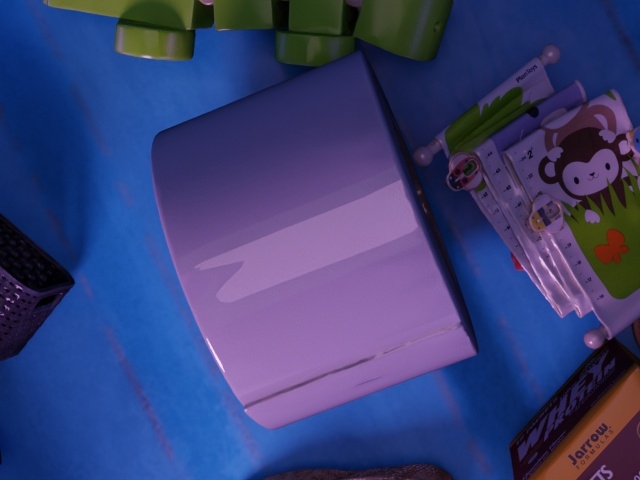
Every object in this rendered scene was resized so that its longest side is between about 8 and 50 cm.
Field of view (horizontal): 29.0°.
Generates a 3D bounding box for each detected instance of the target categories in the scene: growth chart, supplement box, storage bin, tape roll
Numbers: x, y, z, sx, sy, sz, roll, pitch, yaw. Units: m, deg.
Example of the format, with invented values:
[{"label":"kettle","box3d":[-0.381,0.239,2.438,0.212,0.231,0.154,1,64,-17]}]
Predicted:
[{"label":"growth chart","box3d":[0.206,-0.037,0.979,0.172,0.021,0.237,-44,100,-10]},{"label":"supplement box","box3d":[0.259,0.191,0.936,0.194,0.191,0.129,41,96,4]},{"label":"storage bin","box3d":[-0.309,0.013,1.029,0.180,0.122,0.084,41,96,3]},{"label":"tape roll","box3d":[0.000,0.000,0.932,0.169,0.246,0.246,-22,90,7]}]

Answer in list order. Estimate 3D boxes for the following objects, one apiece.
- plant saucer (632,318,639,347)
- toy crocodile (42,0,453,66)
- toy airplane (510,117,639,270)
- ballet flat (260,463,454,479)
[{"label":"plant saucer","box3d":[0.299,0.067,1.015,0.083,0.013,0.084,0,92,6]},{"label":"toy crocodile","box3d":[-0.064,-0.202,1.006,0.340,0.105,0.115,6,102,11]},{"label":"toy airplane","box3d":[0.218,-0.024,1.009,0.151,0.028,0.151,0,93,-9]},{"label":"ballet flat","box3d":[0.012,0.225,1.029,0.206,0.067,0.073,-13,91,7]}]
